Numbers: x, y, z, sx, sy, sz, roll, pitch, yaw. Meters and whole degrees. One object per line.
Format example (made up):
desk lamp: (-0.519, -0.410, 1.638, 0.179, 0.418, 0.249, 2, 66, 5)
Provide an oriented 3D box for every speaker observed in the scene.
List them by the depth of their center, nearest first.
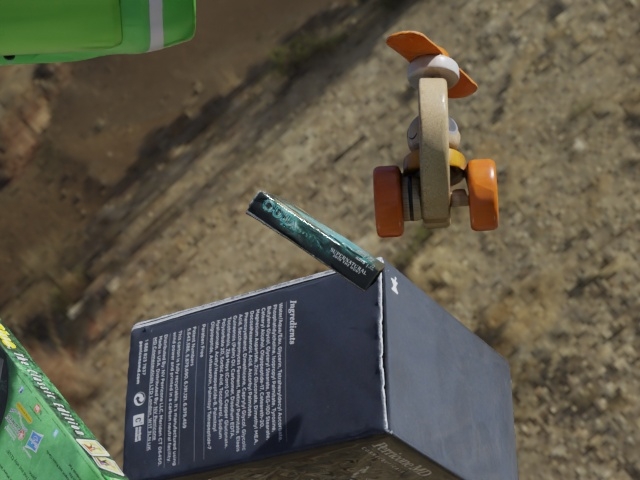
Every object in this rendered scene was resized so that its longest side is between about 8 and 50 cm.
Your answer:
speaker: (-0.243, -0.193, 0.932, 0.297, 0.131, 0.131, -4, 20, -8)

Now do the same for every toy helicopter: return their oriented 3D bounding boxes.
toy helicopter: (0.137, -0.133, 1.581, 0.140, 0.235, 0.355, -4, 4, 6)

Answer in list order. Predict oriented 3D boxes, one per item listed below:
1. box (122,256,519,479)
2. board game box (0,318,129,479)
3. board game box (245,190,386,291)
box: (0.012, 0.292, 2.083, 0.472, 0.480, 0.297, -18, 57, 26)
board game box: (-0.229, 0.140, 0.858, 0.136, 0.030, 0.260, -54, 48, 5)
board game box: (0.000, 0.000, 1.185, 0.026, 0.126, 0.186, -56, -3, 2)
